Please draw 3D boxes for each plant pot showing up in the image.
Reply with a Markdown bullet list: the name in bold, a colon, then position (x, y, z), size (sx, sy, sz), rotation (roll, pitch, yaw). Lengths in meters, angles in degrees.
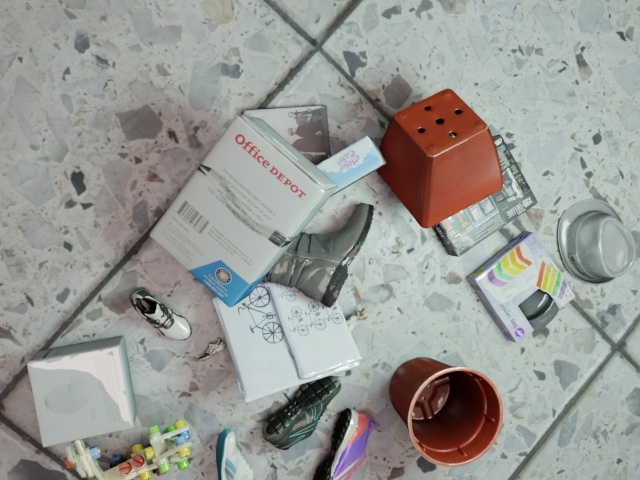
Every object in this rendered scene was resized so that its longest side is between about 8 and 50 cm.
- **plant pot**: position (0.320, -0.242, 1.687), size (0.267, 0.235, 0.267), rotation (-28, 58, -9)
- **plant pot**: position (0.330, 0.460, 1.779), size (0.273, 0.265, 0.272), rotation (-1, 93, -13)

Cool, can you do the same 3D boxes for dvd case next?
- **dvd case**: position (-0.092, -0.284, 1.760), size (0.239, 0.029, 0.179), rotation (-6, 95, -11)

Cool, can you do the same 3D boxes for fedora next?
- **fedora**: position (0.878, 0.009, 1.941), size (0.244, 0.124, 0.275), rotation (-16, 97, -11)

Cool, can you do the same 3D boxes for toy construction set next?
- **toy construction set**: position (-0.487, 0.572, 1.636), size (0.328, 0.215, 0.151), rotation (-8, 69, -5)

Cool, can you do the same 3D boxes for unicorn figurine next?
- **unicorn figurine**: position (0.071, 0.249, 1.802), size (0.162, 0.111, 0.060), rotation (-21, 88, -25)

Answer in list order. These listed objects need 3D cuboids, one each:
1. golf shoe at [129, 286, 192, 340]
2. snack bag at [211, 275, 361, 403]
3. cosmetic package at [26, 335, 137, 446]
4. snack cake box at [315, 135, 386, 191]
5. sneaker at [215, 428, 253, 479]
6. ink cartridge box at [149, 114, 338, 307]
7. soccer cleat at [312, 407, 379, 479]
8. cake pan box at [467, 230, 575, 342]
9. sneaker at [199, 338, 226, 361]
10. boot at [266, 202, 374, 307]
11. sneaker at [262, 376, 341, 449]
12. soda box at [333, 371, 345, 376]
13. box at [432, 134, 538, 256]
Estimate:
- **golf shoe**: position (-0.432, 0.210, 1.686), size (0.198, 0.094, 0.077), rotation (39, 84, -13)
- **snack bag**: position (-0.098, 0.238, 1.700), size (0.343, 0.037, 0.323), rotation (-15, 68, -18)
- **cosmetic package**: position (-0.613, 0.387, 1.634), size (0.225, 0.138, 0.223), rotation (-9, 95, -10)
- **snack cake box**: position (0.041, -0.177, 1.687), size (0.264, 0.152, 0.089), rotation (-30, 90, 12)
- **sneaker**: position (-0.242, 0.635, 1.764), size (0.092, 0.087, 0.228), rotation (-6, 102, -19)
- **ink cartridge box**: position (-0.191, -0.077, 1.587), size (0.285, 0.166, 0.395), rotation (42, 106, 5)
- **soccer cleat**: position (0.068, 0.652, 1.819), size (0.117, 0.109, 0.318), rotation (23, 86, -17)
- **cake pan box**: position (0.619, 0.147, 1.924), size (0.246, 0.070, 0.266), rotation (-35, 100, -6)
- **sneaker**: position (-0.308, 0.307, 1.754), size (0.083, 0.032, 0.037), rotation (-32, 86, -13)
- **boot**: position (0.000, 0.000, 1.742), size (0.223, 0.118, 0.338), rotation (26, 67, 1)
- **sneaker**: position (-0.044, 0.495, 1.801), size (0.267, 0.101, 0.106), rotation (-38, 122, -8)
- **soda box**: position (-0.071, 0.319, 1.767), size (0.287, 0.098, 0.091), rotation (8, 90, -13)
- **box**: position (0.461, -0.134, 1.866), size (0.308, 0.076, 0.242), rotation (-34, 100, -8)
